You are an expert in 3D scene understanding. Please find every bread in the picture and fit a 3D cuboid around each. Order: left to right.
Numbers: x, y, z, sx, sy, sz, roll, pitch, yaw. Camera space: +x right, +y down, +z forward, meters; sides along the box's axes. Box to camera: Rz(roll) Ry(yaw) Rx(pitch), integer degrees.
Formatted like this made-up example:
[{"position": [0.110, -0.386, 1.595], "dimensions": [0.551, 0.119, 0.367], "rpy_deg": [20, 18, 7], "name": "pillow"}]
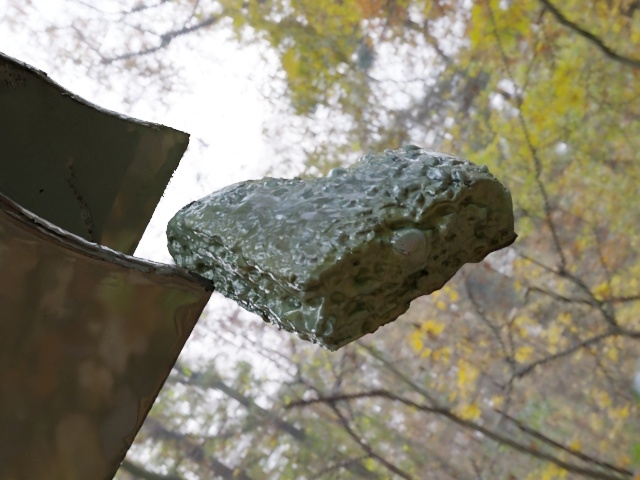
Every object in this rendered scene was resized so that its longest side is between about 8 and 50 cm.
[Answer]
[{"position": [0.000, 0.000, 0.640], "dimensions": [0.172, 0.232, 0.064], "rpy_deg": [-74, -27, -56], "name": "bread"}]

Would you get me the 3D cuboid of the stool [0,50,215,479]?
[{"position": [-0.209, 0.050, 0.723], "dimensions": [0.270, 0.170, 0.244], "rpy_deg": [-60, 22, 21], "name": "stool"}]
